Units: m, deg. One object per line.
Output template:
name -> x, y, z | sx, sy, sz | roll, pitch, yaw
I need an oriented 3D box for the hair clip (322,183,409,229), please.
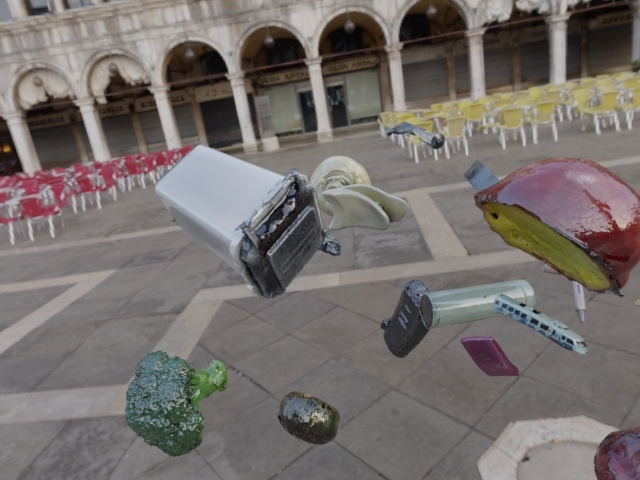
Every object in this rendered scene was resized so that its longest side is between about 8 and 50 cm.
hair clip -> 0.161, -0.112, 1.657 | 0.281, 0.173, 0.113 | 12, 45, 30

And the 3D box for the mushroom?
mushroom -> 0.073, -0.202, 1.798 | 0.245, 0.246, 0.202 | -5, 13, 16

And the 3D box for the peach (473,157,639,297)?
peach -> 0.526, -0.062, 1.006 | 0.361, 0.258, 0.201 | 35, 85, 29

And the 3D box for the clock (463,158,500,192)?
clock -> 0.539, -0.099, 1.351 | 0.066, 0.319, 0.319 | -42, 8, 18

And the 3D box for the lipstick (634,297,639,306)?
lipstick -> 0.605, 0.120, 0.820 | 0.116, 0.037, 0.037 | 17, 13, -11

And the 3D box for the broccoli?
broccoli -> -0.401, 0.457, 1.336 | 0.297, 0.298, 0.297 | -10, 13, -41

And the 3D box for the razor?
razor -> 0.353, 0.317, 1.862 | 0.107, 0.327, 0.189 | -5, 48, -24

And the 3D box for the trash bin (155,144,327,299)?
trash bin -> -0.196, -0.072, 1.105 | 0.367, 0.296, 0.256 | 30, 68, 25

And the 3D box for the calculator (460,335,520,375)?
calculator -> 0.560, 0.391, 1.559 | 0.126, 0.190, 0.034 | -20, 27, 50

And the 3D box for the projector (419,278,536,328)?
projector -> 0.471, 0.190, 1.409 | 0.337, 0.108, 0.108 | -6, 16, -12

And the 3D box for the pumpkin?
pumpkin -> -0.046, 0.646, 1.697 | 0.237, 0.159, 0.238 | 18, -18, 6

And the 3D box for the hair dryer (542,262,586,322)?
hair dryer -> 0.862, 0.176, 1.615 | 0.195, 0.054, 0.221 | 11, 63, 23

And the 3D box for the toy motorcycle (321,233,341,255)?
toy motorcycle -> 0.000, 0.000, 1.534 | 0.193, 0.061, 0.124 | 27, 15, 25

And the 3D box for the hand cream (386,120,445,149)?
hand cream -> 0.301, -0.327, 1.458 | 0.075, 0.052, 0.248 | -14, 25, -21

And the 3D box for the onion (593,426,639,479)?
onion -> 0.840, 0.597, 1.192 | 0.251, 0.219, 0.252 | -10, 47, 11

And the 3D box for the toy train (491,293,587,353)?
toy train -> 0.478, 0.180, 1.020 | 0.043, 0.047, 0.207 | -3, 25, -43
